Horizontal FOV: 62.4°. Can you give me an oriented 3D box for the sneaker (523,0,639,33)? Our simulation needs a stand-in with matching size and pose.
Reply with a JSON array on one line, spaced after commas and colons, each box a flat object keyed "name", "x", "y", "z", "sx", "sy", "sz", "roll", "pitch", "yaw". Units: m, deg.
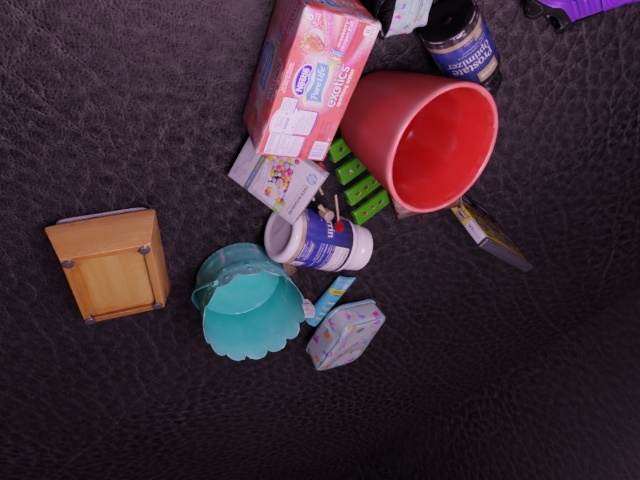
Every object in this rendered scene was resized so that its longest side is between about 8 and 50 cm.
[{"name": "sneaker", "x": 0.559, "y": -0.518, "z": 1.134, "sx": 0.294, "sy": 0.102, "sz": 0.146, "roll": -4, "pitch": 141, "yaw": -17}]

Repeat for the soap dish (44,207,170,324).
[{"name": "soap dish", "x": -0.480, "y": 0.066, "z": 1.233, "sx": 0.229, "sy": 0.118, "sz": 0.290, "roll": -11, "pitch": 140, "yaw": -16}]

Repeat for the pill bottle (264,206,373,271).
[{"name": "pill bottle", "x": 0.000, "y": 0.000, "z": 1.376, "sx": 0.265, "sy": 0.153, "sz": 0.153, "roll": 12, "pitch": 129, "yaw": -37}]

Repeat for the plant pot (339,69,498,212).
[{"name": "plant pot", "x": 0.182, "y": -0.230, "z": 1.105, "sx": 0.275, "sy": 0.243, "sz": 0.274, "roll": -19, "pitch": 129, "yaw": -25}]

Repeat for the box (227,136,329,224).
[{"name": "box", "x": -0.095, "y": -0.145, "z": 1.162, "sx": 0.186, "sy": 0.038, "sz": 0.145, "roll": 38, "pitch": 121, "yaw": 2}]

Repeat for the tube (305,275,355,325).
[{"name": "tube", "x": 0.026, "y": 0.187, "z": 1.688, "sx": 0.080, "sy": 0.052, "sz": 0.207, "roll": 6, "pitch": 129, "yaw": -51}]

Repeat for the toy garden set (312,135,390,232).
[{"name": "toy garden set", "x": 0.050, "y": -0.134, "z": 1.273, "sx": 0.204, "sy": 0.049, "sz": 0.244, "roll": -37, "pitch": 132, "yaw": -15}]

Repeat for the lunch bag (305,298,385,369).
[{"name": "lunch bag", "x": 0.086, "y": 0.322, "z": 1.805, "sx": 0.224, "sy": 0.108, "sz": 0.279, "roll": -10, "pitch": 143, "yaw": -38}]

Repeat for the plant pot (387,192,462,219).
[{"name": "plant pot", "x": 0.255, "y": -0.138, "z": 1.358, "sx": 0.165, "sy": 0.167, "sz": 0.167, "roll": -18, "pitch": 141, "yaw": 5}]

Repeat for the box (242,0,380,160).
[{"name": "box", "x": -0.031, "y": -0.316, "z": 1.013, "sx": 0.154, "sy": 0.142, "sz": 0.300, "roll": 0, "pitch": 134, "yaw": -27}]

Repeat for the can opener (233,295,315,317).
[{"name": "can opener", "x": -0.143, "y": 0.215, "z": 1.605, "sx": 0.280, "sy": 0.074, "sz": 0.093, "roll": 6, "pitch": 133, "yaw": -31}]

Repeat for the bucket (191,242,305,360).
[{"name": "bucket", "x": -0.193, "y": 0.153, "z": 1.380, "sx": 0.281, "sy": 0.183, "sz": 0.281, "roll": -11, "pitch": 122, "yaw": -18}]

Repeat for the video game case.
[{"name": "video game case", "x": 0.459, "y": -0.040, "z": 1.488, "sx": 0.275, "sy": 0.248, "sz": 0.035, "roll": 23, "pitch": 120, "yaw": -42}]

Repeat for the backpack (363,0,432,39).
[{"name": "backpack", "x": 0.139, "y": -0.454, "z": 0.951, "sx": 0.115, "sy": 0.152, "sz": 0.182, "roll": -12, "pitch": 150, "yaw": -7}]

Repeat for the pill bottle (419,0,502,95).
[{"name": "pill bottle", "x": 0.304, "y": -0.393, "z": 1.113, "sx": 0.123, "sy": 0.122, "sz": 0.219, "roll": -38, "pitch": 141, "yaw": 16}]

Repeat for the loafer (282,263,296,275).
[{"name": "loafer", "x": -0.088, "y": 0.044, "z": 1.456, "sx": 0.050, "sy": 0.056, "sz": 0.148, "roll": -18, "pitch": 141, "yaw": 1}]
